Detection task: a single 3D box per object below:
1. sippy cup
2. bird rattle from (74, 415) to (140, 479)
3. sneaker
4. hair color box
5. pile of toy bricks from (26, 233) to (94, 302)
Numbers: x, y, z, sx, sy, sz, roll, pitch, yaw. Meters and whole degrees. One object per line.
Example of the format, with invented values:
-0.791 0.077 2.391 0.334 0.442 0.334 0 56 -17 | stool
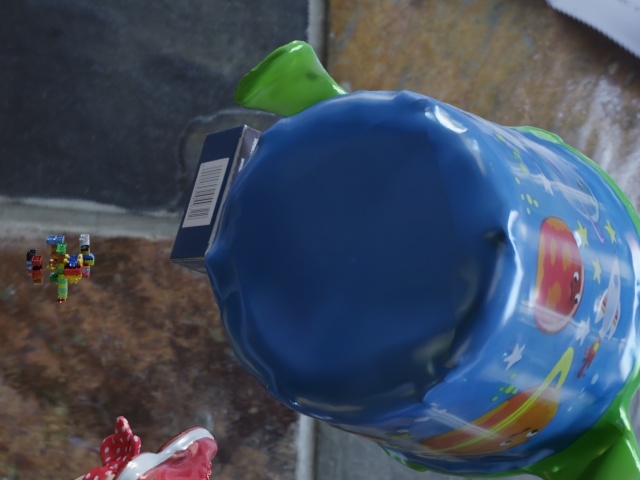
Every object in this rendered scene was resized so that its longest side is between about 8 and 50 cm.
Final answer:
0.059 0.022 0.567 0.224 0.306 0.240 22 85 -61 | sippy cup
-0.331 0.378 1.399 0.207 0.253 0.143 -29 126 10 | bird rattle
-0.156 0.303 1.169 0.128 0.221 0.087 42 108 14 | sneaker
0.000 0.000 1.262 0.347 0.105 0.173 22 76 -32 | hair color box
-0.485 0.063 1.855 0.118 0.212 0.105 -1 104 -9 | pile of toy bricks
